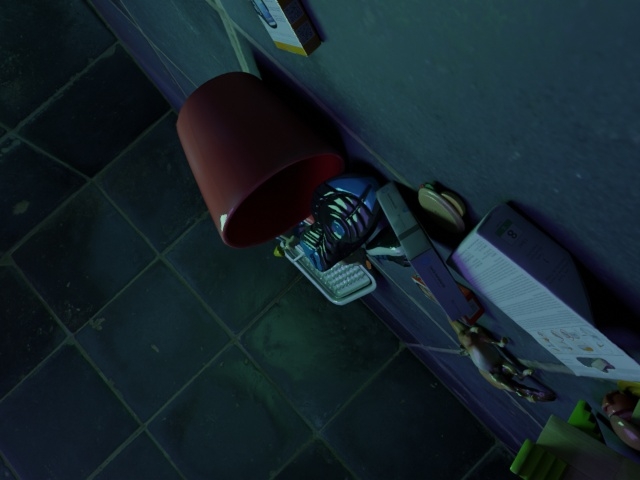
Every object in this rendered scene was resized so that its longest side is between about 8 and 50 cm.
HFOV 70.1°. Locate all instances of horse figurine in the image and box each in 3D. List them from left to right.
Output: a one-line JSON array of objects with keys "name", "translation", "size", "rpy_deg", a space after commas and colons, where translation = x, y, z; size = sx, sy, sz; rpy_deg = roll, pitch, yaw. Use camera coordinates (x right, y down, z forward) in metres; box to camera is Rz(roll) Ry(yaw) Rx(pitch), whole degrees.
[{"name": "horse figurine", "translation": [0.363, 0.245, 0.956], "size": [0.263, 0.066, 0.174], "rpy_deg": [49, 169, 1]}]

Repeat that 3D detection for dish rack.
[{"name": "dish rack", "translation": [0.036, 0.069, 1.629], "size": [0.333, 0.072, 0.285], "rpy_deg": [47, 141, -6]}]

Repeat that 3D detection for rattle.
[{"name": "rattle", "translation": [0.118, 0.009, 1.288], "size": [0.200, 0.143, 0.130], "rpy_deg": [32, -146, -28]}]

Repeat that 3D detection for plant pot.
[{"name": "plant pot", "translation": [-0.125, -0.160, 0.858], "size": [0.243, 0.275, 0.275], "rpy_deg": [55, 177, 15]}]

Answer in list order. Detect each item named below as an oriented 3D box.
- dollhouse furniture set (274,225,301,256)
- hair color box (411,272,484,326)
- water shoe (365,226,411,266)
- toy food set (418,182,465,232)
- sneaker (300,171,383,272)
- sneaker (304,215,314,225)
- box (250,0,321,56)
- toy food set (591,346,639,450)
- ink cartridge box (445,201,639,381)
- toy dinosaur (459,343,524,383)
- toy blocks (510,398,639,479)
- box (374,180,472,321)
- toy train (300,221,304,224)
[{"name": "dollhouse furniture set", "translation": [-0.242, -0.097, 1.516], "size": [0.286, 0.198, 0.303], "rpy_deg": [31, -144, -50]}, {"name": "hair color box", "translation": [0.250, 0.106, 0.907], "size": [0.072, 0.043, 0.141], "rpy_deg": [48, 175, -29]}, {"name": "water shoe", "translation": [0.151, 0.024, 0.917], "size": [0.080, 0.073, 0.203], "rpy_deg": [45, 175, -9]}, {"name": "toy food set", "translation": [0.163, -0.044, 0.611], "size": [0.082, 0.020, 0.083], "rpy_deg": [42, 173, 43]}, {"name": "sneaker", "translation": [0.056, -0.053, 0.902], "size": [0.125, 0.140, 0.341], "rpy_deg": [54, 156, 7]}, {"name": "sneaker", "translation": [-0.054, -0.127, 1.318], "size": [0.221, 0.087, 0.128], "rpy_deg": [44, 176, 7]}, {"name": "box", "translation": [-0.057, -0.283, 0.526], "size": [0.081, 0.028, 0.136], "rpy_deg": [41, 170, 47]}, {"name": "toy food set", "translation": [0.403, 0.235, 0.541], "size": [0.218, 0.071, 0.128], "rpy_deg": [44, 174, 21]}, {"name": "ink cartridge box", "translation": [0.261, 0.066, 0.535], "size": [0.225, 0.056, 0.181], "rpy_deg": [40, 173, 12]}, {"name": "toy dinosaur", "translation": [0.389, 0.265, 1.065], "size": [0.093, 0.053, 0.183], "rpy_deg": [36, 169, -24]}, {"name": "toy blocks", "translation": [0.466, 0.390, 0.649], "size": [0.261, 0.190, 0.381], "rpy_deg": [26, 171, 47]}, {"name": "box", "translation": [0.151, 0.012, 0.687], "size": [0.145, 0.038, 0.186], "rpy_deg": [50, -167, -32]}, {"name": "toy train", "translation": [-0.086, -0.093, 1.429], "size": [0.184, 0.080, 0.105], "rpy_deg": [-3, -120, -42]}]
